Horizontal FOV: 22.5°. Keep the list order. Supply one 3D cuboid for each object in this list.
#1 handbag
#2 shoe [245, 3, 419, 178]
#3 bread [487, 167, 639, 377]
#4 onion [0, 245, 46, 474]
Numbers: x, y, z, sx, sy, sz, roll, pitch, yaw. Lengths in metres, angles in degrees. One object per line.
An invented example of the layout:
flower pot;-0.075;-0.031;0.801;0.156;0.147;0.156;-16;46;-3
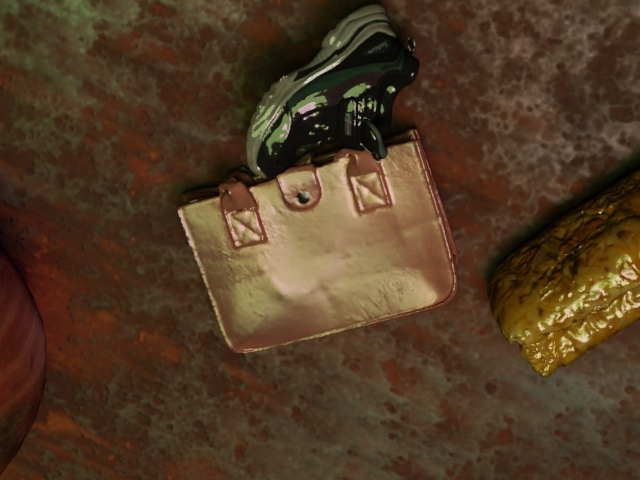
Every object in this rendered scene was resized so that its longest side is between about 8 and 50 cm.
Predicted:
handbag;0.000;0.000;1.358;0.212;0.059;0.157;-15;110;10
shoe;0.019;-0.101;1.285;0.099;0.071;0.169;43;92;17
bread;0.237;0.018;1.326;0.211;0.114;0.083;-36;121;15
onion;-0.396;0.107;1.313;0.354;0.353;0.353;1;111;3
